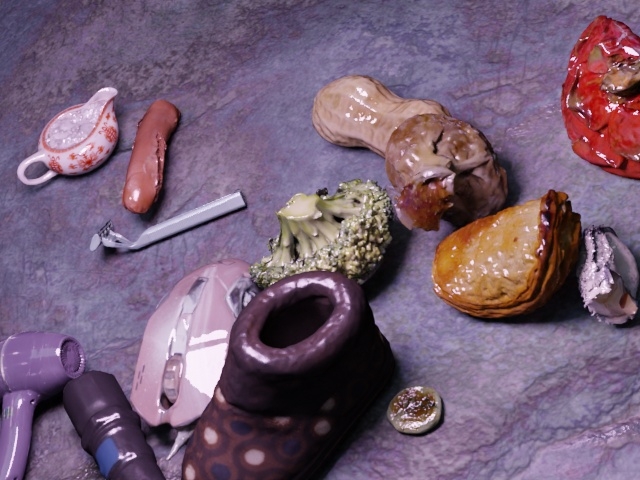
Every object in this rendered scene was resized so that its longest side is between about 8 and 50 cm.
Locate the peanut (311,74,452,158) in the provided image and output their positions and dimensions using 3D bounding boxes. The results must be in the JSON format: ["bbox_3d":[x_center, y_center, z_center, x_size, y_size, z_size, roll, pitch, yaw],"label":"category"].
[{"bbox_3d":[0.105,-0.207,2.122,0.298,0.136,0.120,21,56,36],"label":"peanut"}]

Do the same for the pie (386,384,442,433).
[{"bbox_3d":[0.136,0.245,1.806,0.085,0.017,0.085,-13,47,15],"label":"pie"}]

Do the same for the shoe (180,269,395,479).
[{"bbox_3d":[-0.068,0.216,1.773,0.384,0.237,0.171,-43,47,-13],"label":"shoe"}]

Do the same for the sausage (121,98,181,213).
[{"bbox_3d":[-0.314,-0.161,2.298,0.078,0.078,0.304,-14,37,14],"label":"sausage"}]

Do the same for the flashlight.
[{"bbox_3d":[-0.269,0.353,1.851,0.103,0.103,0.424,-36,47,-6],"label":"flashlight"}]

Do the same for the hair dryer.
[{"bbox_3d":[-0.535,0.323,2.009,0.301,0.121,0.361,-15,52,25],"label":"hair dryer"}]

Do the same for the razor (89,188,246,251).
[{"bbox_3d":[-0.264,-0.030,2.209,0.278,0.056,0.111,-14,12,6],"label":"razor"}]

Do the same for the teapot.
[{"bbox_3d":[-0.473,-0.186,2.396,0.245,0.116,0.159,-43,60,-17],"label":"teapot"}]

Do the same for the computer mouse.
[{"bbox_3d":[-0.200,0.165,1.957,0.200,0.115,0.389,-4,46,26],"label":"computer mouse"}]

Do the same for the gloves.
[{"bbox_3d":[0.405,0.041,1.791,0.070,0.114,0.153,-27,39,38],"label":"gloves"}]

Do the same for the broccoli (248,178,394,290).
[{"bbox_3d":[0.000,0.003,1.970,0.226,0.176,0.198,2,39,0],"label":"broccoli"}]

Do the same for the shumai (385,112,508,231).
[{"bbox_3d":[0.186,-0.103,1.949,0.209,0.153,0.161,47,115,5],"label":"shumai"}]

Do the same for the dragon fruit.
[{"bbox_3d":[0.445,-0.219,1.925,0.152,0.205,0.317,-36,46,-5],"label":"dragon fruit"}]

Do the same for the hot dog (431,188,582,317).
[{"bbox_3d":[0.281,0.026,1.848,0.259,0.114,0.175,-26,43,50],"label":"hot dog"}]
